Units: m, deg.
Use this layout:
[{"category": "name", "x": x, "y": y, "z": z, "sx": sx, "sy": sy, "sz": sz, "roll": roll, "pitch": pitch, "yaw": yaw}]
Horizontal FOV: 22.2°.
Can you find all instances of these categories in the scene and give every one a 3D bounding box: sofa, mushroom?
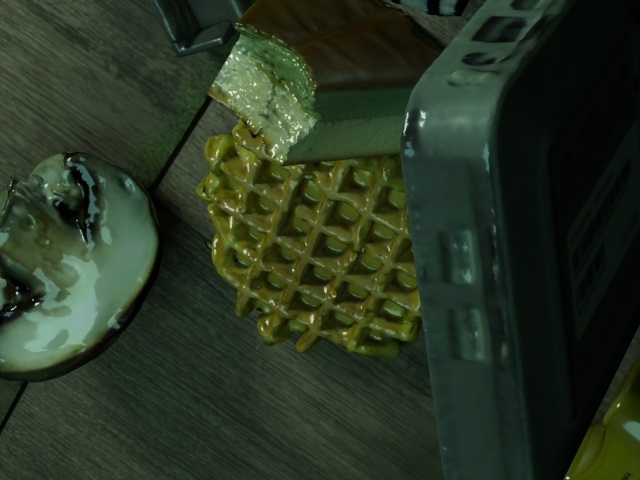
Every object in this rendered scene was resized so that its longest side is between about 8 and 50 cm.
[{"category": "sofa", "x": -0.135, "y": -0.261, "z": 1.622, "sx": 0.085, "sy": 0.060, "sz": 0.147, "roll": -11, "pitch": 114, "yaw": 30}, {"category": "mushroom", "x": -0.292, "y": 0.026, "z": 1.823, "sx": 0.190, "sy": 0.164, "sz": 0.267, "roll": 20, "pitch": 94, "yaw": -17}]

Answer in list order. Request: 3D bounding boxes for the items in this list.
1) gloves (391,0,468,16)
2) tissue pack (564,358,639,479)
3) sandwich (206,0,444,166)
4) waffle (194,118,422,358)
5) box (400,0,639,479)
[{"category": "gloves", "x": 0.048, "y": -0.295, "z": 1.473, "sx": 0.219, "sy": 0.131, "sz": 0.140, "roll": 24, "pitch": 126, "yaw": -1}, {"category": "tissue pack", "x": 0.332, "y": 0.221, "z": 1.667, "sx": 0.127, "sy": 0.123, "sz": 0.178, "roll": 31, "pitch": 128, "yaw": 5}, {"category": "sandwich", "x": 0.022, "y": -0.143, "z": 1.544, "sx": 0.220, "sy": 0.186, "sz": 0.108, "roll": 32, "pitch": 131, "yaw": 3}, {"category": "waffle", "x": -0.003, "y": -0.010, "z": 1.721, "sx": 0.329, "sy": 0.062, "sz": 0.329, "roll": 13, "pitch": 126, "yaw": 18}, {"category": "box", "x": 0.196, "y": -0.027, "z": 1.401, "sx": 0.111, "sy": 0.396, "sz": 0.396, "roll": 5, "pitch": 123, "yaw": 25}]
